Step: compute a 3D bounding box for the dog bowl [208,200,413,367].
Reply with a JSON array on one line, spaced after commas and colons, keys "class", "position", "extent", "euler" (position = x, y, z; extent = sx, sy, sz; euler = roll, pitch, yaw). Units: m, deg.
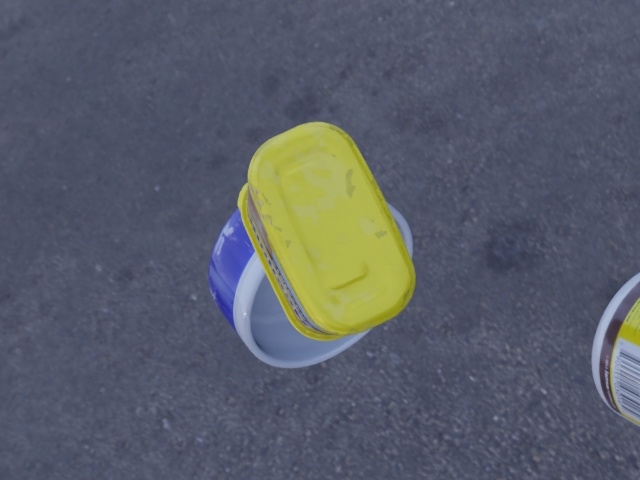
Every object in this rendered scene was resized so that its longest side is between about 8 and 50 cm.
[{"class": "dog bowl", "position": [-0.012, 0.036, 1.321], "extent": [0.265, 0.265, 0.104], "euler": [-46, 51, 1]}]

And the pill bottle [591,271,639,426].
[{"class": "pill bottle", "position": [0.279, 0.095, 0.607], "extent": [0.117, 0.117, 0.215], "euler": [-53, 33, -5]}]

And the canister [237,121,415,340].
[{"class": "canister", "position": [0.000, 0.000, 0.619], "extent": [0.073, 0.170, 0.126], "euler": [-25, 87, -6]}]
